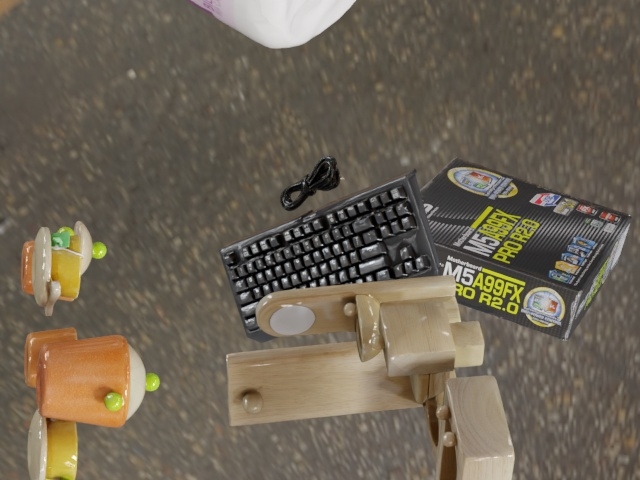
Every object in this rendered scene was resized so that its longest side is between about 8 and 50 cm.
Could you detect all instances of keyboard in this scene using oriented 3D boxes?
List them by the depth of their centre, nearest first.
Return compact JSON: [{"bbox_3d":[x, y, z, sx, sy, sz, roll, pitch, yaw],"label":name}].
[{"bbox_3d":[0.000,0.000,1.265,0.180,0.023,0.108,-21,80,38],"label":"keyboard"}]

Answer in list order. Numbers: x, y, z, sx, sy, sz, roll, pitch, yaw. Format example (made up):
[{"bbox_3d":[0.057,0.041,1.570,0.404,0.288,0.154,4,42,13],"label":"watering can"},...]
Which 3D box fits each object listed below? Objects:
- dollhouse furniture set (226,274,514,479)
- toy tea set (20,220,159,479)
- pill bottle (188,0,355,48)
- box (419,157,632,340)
[{"bbox_3d":[0.019,0.099,0.935,0.123,0.144,0.151,-5,46,-6],"label":"dollhouse furniture set"},{"bbox_3d":[-0.250,0.101,1.961,0.124,0.200,0.336,2,53,-15],"label":"toy tea set"},{"bbox_3d":[-0.100,-0.241,0.941,0.301,0.169,0.169,33,78,13],"label":"pill bottle"},{"bbox_3d":[0.200,0.003,1.946,0.216,0.270,0.060,20,114,15],"label":"box"}]
